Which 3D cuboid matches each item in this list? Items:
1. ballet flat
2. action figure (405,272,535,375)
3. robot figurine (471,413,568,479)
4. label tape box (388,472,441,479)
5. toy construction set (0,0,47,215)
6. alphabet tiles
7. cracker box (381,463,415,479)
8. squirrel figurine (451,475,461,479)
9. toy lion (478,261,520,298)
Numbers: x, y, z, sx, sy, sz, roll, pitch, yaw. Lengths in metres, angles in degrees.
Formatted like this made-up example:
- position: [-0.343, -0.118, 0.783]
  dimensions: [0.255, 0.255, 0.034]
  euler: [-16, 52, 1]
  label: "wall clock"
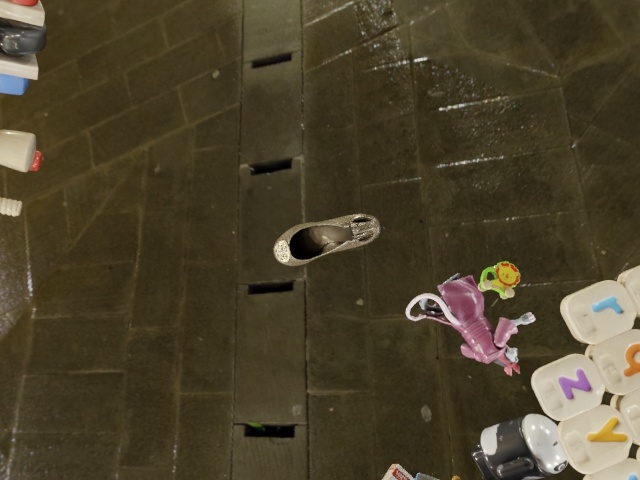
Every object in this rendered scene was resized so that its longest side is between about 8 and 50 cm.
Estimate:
- position: [0.000, 0.000, 0.856]
  dimensions: [0.249, 0.058, 0.084]
  euler: [-13, 93, 30]
  label: "ballet flat"
- position: [0.517, 0.285, 1.413]
  dimensions: [0.370, 0.275, 0.248]
  euler: [54, 127, 29]
  label: "action figure"
- position: [0.615, 0.650, 1.319]
  dimensions: [0.278, 0.173, 0.209]
  euler: [-39, 21, 32]
  label: "robot figurine"
- position: [0.152, 0.451, 0.540]
  dimensions: [0.333, 0.106, 0.241]
  euler: [-7, 41, 46]
  label: "label tape box"
- position: [-0.360, -0.132, 0.315]
  dimensions: [0.237, 0.308, 0.258]
  euler: [12, 70, -25]
  label: "toy construction set"
- position: [0.381, 0.169, 0.454]
  dimensions: [0.277, 0.021, 0.284]
  euler: [-23, 80, -2]
  label: "alphabet tiles"
- position: [0.239, 0.878, 1.386]
  dimensions: [0.155, 0.067, 0.232]
  euler: [40, 61, 10]
  label: "cracker box"
- position: [0.570, 0.838, 1.271]
  dimensions: [0.370, 0.281, 0.397]
  euler: [24, 125, 5]
  label: "squirrel figurine"
- position: [0.471, 0.098, 1.118]
  dimensions: [0.100, 0.034, 0.096]
  euler: [18, 70, -2]
  label: "toy lion"
